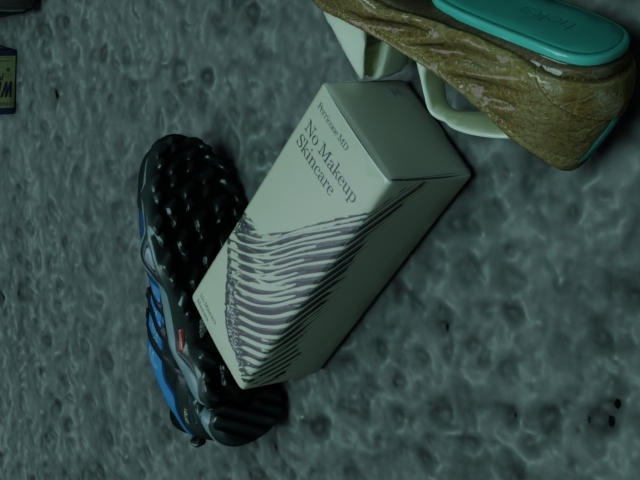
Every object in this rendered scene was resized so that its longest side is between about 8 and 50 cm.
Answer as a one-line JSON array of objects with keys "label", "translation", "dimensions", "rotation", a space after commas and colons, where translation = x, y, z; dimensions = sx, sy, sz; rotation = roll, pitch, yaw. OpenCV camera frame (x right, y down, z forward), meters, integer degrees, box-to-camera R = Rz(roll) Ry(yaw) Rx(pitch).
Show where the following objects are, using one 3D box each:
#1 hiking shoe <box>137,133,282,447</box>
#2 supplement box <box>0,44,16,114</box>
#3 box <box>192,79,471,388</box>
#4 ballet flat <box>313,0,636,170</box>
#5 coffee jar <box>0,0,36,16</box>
[{"label": "hiking shoe", "translation": [-0.135, 0.052, 1.139], "dimensions": [0.132, 0.113, 0.304], "rotation": [-15, 83, 51]}, {"label": "supplement box", "translation": [-0.427, -0.204, 1.478], "dimensions": [0.083, 0.056, 0.083], "rotation": [23, 113, 46]}, {"label": "box", "translation": [0.000, 0.000, 0.985], "dimensions": [0.113, 0.094, 0.275], "rotation": [57, 135, 27]}, {"label": "ballet flat", "translation": [0.083, -0.155, 0.867], "dimensions": [0.342, 0.116, 0.124], "rotation": [38, 140, 34]}, {"label": "coffee jar", "translation": [-0.424, -0.306, 1.428], "dimensions": [0.184, 0.096, 0.079], "rotation": [6, 98, 50]}]
